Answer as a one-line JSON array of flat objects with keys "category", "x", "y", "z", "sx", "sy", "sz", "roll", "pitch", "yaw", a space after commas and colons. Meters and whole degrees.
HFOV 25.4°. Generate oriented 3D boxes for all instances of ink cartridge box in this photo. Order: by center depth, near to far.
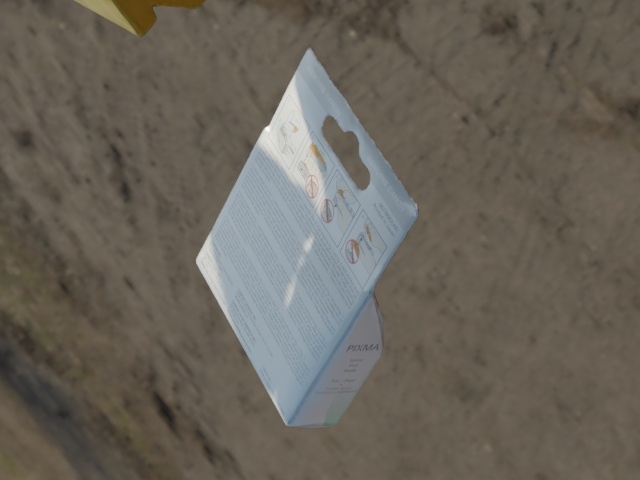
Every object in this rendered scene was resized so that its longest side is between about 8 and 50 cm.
[{"category": "ink cartridge box", "x": 0.000, "y": 0.000, "z": 1.054, "sx": 0.225, "sy": 0.056, "sz": 0.181, "roll": -59, "pitch": 47, "yaw": 33}]

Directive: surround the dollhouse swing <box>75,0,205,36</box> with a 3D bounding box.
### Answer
[{"category": "dollhouse swing", "x": -0.225, "y": -0.441, "z": 1.452, "sx": 0.305, "sy": 0.347, "sz": 0.315, "roll": 20, "pitch": 154, "yaw": 47}]
